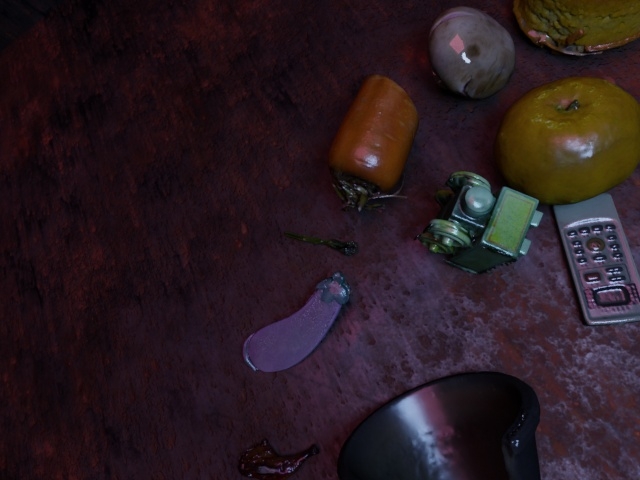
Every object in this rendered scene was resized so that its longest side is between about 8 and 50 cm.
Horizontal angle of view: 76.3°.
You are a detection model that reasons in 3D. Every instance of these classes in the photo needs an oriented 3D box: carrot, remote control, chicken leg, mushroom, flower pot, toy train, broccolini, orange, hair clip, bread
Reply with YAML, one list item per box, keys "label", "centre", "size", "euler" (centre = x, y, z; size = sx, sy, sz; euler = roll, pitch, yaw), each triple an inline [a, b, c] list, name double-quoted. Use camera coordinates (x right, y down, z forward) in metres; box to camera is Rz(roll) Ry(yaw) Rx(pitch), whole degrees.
- label: "carrot"
  centre: [0.125, -0.214, 1.031]
  size: [0.193, 0.214, 0.331]
  euler: [11, 72, 52]
- label: "remote control"
  centre: [0.593, 0.035, 0.871]
  size: [0.123, 0.038, 0.286]
  euler: [-9, 71, 18]
- label: "chicken leg"
  centre: [-0.104, 0.527, 0.967]
  size: [0.204, 0.053, 0.093]
  euler: [-2, 59, 15]
- label: "mushroom"
  centre: [0.365, -0.460, 1.015]
  size: [0.184, 0.254, 0.255]
  euler: [-20, 64, 50]
- label: "flower pot"
  centre: [0.248, 0.436, 0.747]
  size: [0.379, 0.379, 0.251]
  euler: [-27, 88, 10]
- label: "toy train"
  centre: [0.323, -0.032, 0.870]
  size: [0.188, 0.272, 0.159]
  euler: [25, 80, 7]
- label: "broccolini"
  centre: [0.000, -0.001, 1.099]
  size: [0.218, 0.044, 0.042]
  euler: [16, 95, 28]
- label: "orange"
  centre: [0.516, -0.205, 0.868]
  size: [0.278, 0.235, 0.279]
  euler: [-13, 54, 18]
- label: "hair clip"
  centre: [-0.053, 0.220, 1.030]
  size: [0.358, 0.110, 0.096]
  euler: [-43, 25, 7]
- label: "bread"
  centre: [0.657, -0.632, 0.964]
  size: [0.358, 0.204, 0.337]
  euler: [-49, 60, 2]
